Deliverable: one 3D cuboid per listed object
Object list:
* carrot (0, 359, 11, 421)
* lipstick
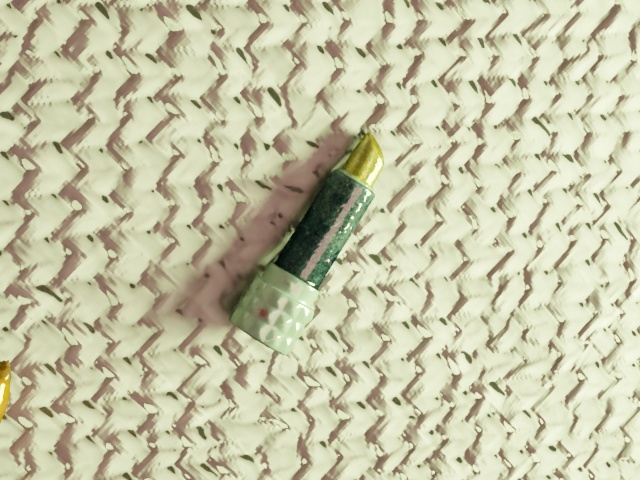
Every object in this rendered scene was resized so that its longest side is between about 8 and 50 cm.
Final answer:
[{"bbox_3d":[-0.217,0.174,0.788,0.066,0.062,0.271,21,98,0],"label":"carrot"},{"bbox_3d":[0.000,0.000,0.840,0.037,0.037,0.116,34,89,-35],"label":"lipstick"}]
